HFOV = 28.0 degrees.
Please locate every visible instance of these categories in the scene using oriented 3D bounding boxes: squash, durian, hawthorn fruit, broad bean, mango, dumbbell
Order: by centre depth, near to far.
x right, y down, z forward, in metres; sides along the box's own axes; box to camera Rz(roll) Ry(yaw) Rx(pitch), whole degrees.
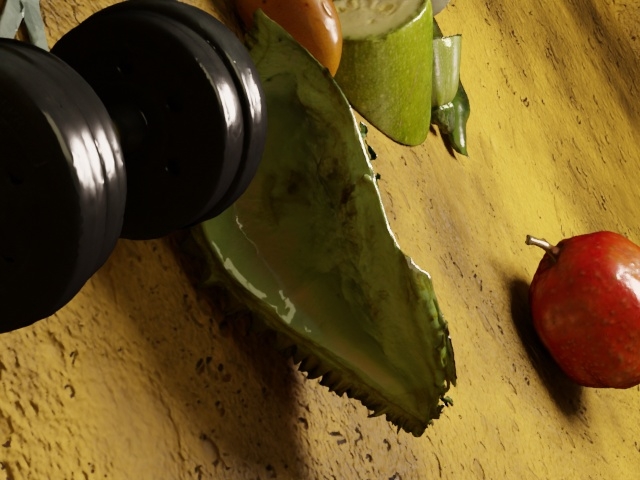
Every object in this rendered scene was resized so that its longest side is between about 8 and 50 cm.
[{"bbox_3d":[-0.171,-0.063,0.883,0.185,0.185,0.388,61,27,-3],"label":"dumbbell"},{"bbox_3d":[0.004,-0.003,1.127,0.394,0.198,0.163,63,24,-5],"label":"durian"},{"bbox_3d":[-0.025,-0.243,1.413,0.159,0.105,0.084,53,46,-29],"label":"mango"},{"bbox_3d":[0.059,-0.189,1.610,0.252,0.169,0.093,85,3,-53],"label":"squash"},{"bbox_3d":[0.369,0.079,1.735,0.253,0.205,0.205,51,28,-12],"label":"hawthorn fruit"},{"bbox_3d":[0.150,-0.206,1.739,0.105,0.105,0.132,-22,104,-64],"label":"squash"},{"bbox_3d":[0.175,-0.247,1.853,0.060,0.043,0.297,13,52,-44],"label":"broad bean"}]

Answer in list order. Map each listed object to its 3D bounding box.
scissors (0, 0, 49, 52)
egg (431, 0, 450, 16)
[{"bbox_3d":[-0.247,-0.206,1.068,0.144,0.017,0.248,33,41,-46],"label":"scissors"},{"bbox_3d":[0.061,-0.382,1.613,0.161,0.206,0.271,1,37,-19],"label":"egg"}]
